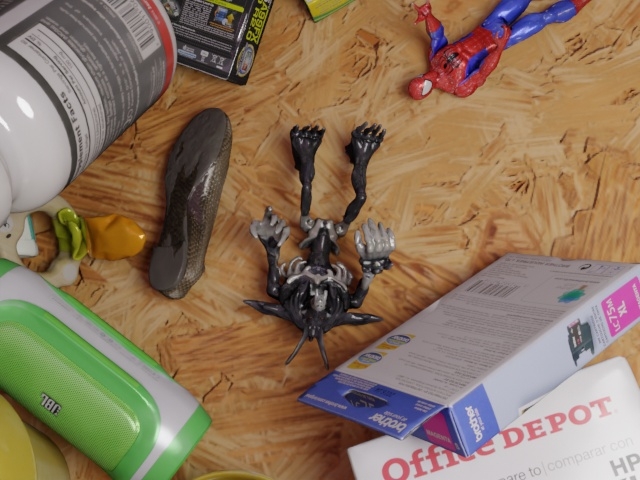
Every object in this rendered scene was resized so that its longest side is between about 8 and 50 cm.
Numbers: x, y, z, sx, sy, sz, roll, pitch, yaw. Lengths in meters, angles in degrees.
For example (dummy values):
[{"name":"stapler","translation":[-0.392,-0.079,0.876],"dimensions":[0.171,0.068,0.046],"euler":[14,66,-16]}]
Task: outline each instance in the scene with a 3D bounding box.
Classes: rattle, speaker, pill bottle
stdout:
[{"name":"rattle","translation":[-0.330,-0.001,1.021],"dimensions":[0.142,0.199,0.130],"euler":[21,87,36]},{"name":"speaker","translation":[-0.268,0.151,0.976],"dimensions":[0.296,0.131,0.131],"euler":[38,84,0]},{"name":"pill bottle","translation":[-0.333,-0.161,0.989],"dimensions":[0.210,0.210,0.363],"euler":[16,42,16]}]

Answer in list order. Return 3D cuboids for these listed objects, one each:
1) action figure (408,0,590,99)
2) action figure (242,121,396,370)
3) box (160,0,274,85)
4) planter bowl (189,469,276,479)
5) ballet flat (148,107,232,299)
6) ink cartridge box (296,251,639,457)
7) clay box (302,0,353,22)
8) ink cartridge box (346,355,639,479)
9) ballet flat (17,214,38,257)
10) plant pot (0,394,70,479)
[{"name":"action figure","translation":[0.213,-0.266,1.031],"dimensions":[0.280,0.139,0.091],"euler":[-37,69,2]},{"name":"action figure","translation":[0.000,0.000,0.996],"dimensions":[0.164,0.141,0.276],"euler":[5,74,1]},{"name":"box","translation":[-0.188,-0.344,1.141],"dimensions":[0.270,0.060,0.216],"euler":[21,97,17]},{"name":"planter bowl","translation":[-0.083,0.355,0.936],"dimensions":[0.217,0.090,0.217],"euler":[-3,74,12]},{"name":"ballet flat","translation":[-0.152,-0.046,1.090],"dimensions":[0.084,0.058,0.250],"euler":[-4,66,33]},{"name":"ink cartridge box","translation":[0.148,0.108,0.853],"dimensions":[0.311,0.185,0.065],"euler":[-28,106,-27]},{"name":"clay box","translation":[0.057,-0.392,1.139],"dimensions":[0.222,0.053,0.127],"euler":[-29,71,3]},{"name":"ink cartridge box","translation":[0.221,0.344,0.835],"dimensions":[0.285,0.166,0.395],"euler":[-20,71,6]},{"name":"ballet flat","translation":[-0.528,0.072,1.102],"dimensions":[0.400,0.139,0.139],"euler":[-32,71,1]},{"name":"plant pot","translation":[-0.397,0.272,0.947],"dimensions":[0.253,0.239,0.254],"euler":[-3,74,10]}]
